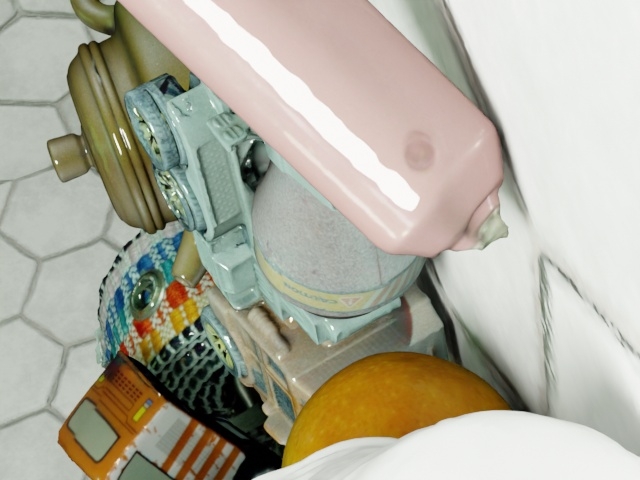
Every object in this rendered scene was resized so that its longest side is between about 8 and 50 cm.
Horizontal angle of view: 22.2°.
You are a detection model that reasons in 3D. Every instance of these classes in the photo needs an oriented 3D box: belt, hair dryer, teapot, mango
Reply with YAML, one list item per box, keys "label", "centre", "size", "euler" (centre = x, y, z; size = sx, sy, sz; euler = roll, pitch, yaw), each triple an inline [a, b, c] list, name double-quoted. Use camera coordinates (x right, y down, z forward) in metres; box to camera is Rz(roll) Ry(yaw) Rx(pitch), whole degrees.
- label: "belt"
  centre: [-0.065, 0.093, 1.258]
  size: [0.257, 0.207, 0.150]
  euler: [84, 168, -48]
- label: "hair dryer"
  centre: [-0.052, -0.137, 0.551]
  size: [0.352, 0.210, 0.125]
  euler: [44, 176, 2]
- label: "teapot"
  centre: [-0.107, -0.096, 1.127]
  size: [0.185, 0.175, 0.268]
  euler: [88, 161, -69]
- label: "mango"
  centre: [0.044, 0.117, 0.715]
  size: [0.253, 0.113, 0.138]
  euler: [50, -165, -83]

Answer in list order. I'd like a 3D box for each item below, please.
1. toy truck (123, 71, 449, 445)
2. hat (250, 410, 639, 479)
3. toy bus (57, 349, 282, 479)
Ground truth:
- label: "toy truck"
  centre: [0.000, 0.000, 0.767]
  size: [0.140, 0.108, 0.257]
  euler: [48, 159, 39]
- label: "hat"
  centre: [0.048, 0.127, 0.498]
  size: [0.203, 0.203, 0.126]
  euler: [67, 153, 24]
- label: "toy bus"
  centre: [-0.026, 0.222, 1.206]
  size: [0.409, 0.092, 0.093]
  euler: [45, 172, -37]
